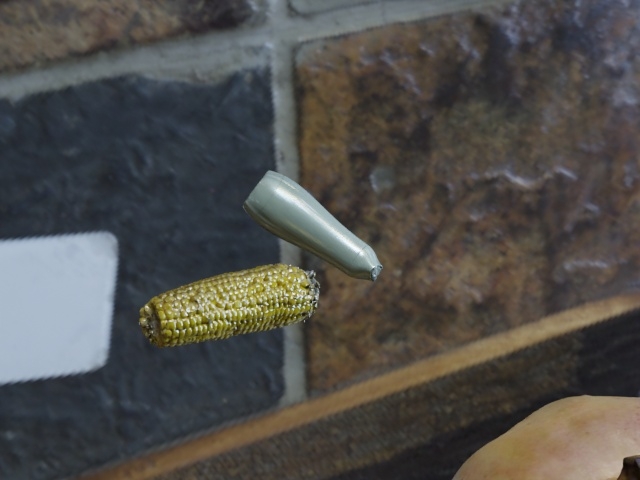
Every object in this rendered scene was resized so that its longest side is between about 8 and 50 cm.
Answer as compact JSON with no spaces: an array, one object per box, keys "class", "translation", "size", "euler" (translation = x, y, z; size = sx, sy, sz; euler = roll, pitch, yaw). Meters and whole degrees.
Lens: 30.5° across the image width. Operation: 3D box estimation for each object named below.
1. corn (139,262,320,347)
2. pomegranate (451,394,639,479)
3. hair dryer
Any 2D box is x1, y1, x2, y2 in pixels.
[{"class":"corn","translation":[-0.140,0.102,1.878],"size":[0.318,0.115,0.115],"euler":[-8,117,-36]},{"class":"pomegranate","translation":[0.247,0.281,0.972],"size":[0.338,0.338,0.338],"euler":[-13,119,-24]},{"class":"hair dryer","translation":[0.000,0.000,1.647],"size":[0.075,0.206,0.237],"euler":[-54,172,-5]}]
